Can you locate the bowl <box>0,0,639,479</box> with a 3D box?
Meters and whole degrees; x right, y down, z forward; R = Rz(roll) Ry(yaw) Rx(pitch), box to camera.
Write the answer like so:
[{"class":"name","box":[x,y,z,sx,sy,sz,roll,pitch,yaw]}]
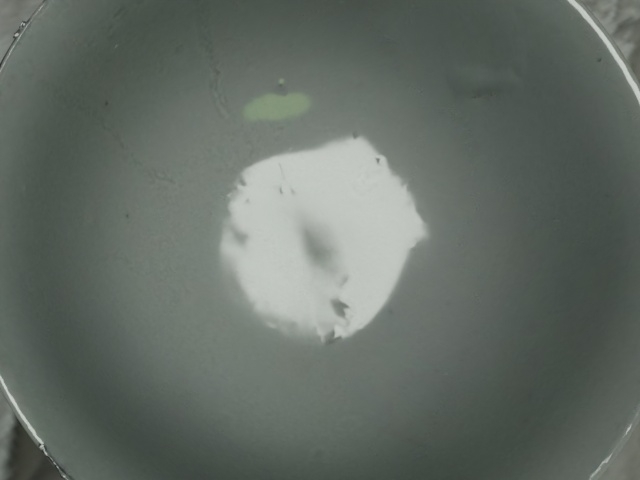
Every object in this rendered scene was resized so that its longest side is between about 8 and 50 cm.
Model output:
[{"class":"bowl","box":[0.000,0.000,0.494,0.346,0.157,0.345,2,80,-11]}]
